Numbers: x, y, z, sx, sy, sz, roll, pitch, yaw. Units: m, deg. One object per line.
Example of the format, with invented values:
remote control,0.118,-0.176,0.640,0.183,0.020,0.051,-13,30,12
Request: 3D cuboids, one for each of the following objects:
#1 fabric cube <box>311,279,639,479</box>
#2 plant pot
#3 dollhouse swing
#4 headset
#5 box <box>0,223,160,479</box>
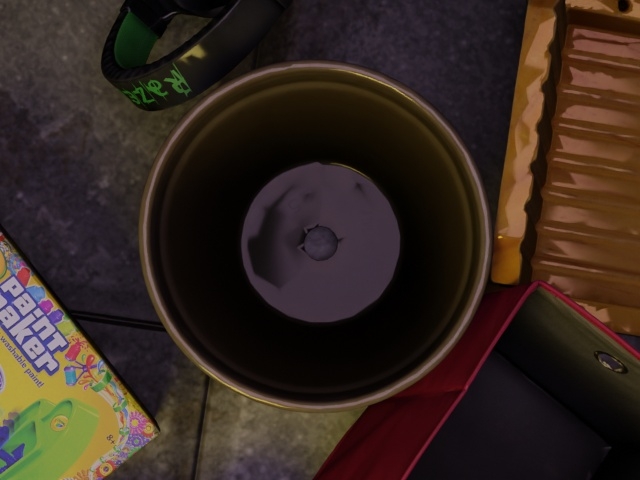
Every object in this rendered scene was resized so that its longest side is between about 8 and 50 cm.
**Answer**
fabric cube,0.182,0.218,1.729,0.254,0.258,0.259,38,74,-9
plant pot,0.000,0.000,1.786,0.323,0.280,0.323,0,88,2
dollhouse swing,0.311,-0.082,1.823,0.315,0.305,0.347,9,87,-6
headset,-0.061,-0.280,1.837,0.185,0.243,0.394,41,66,-29
box,-0.357,0.158,1.807,0.279,0.177,0.290,-39,94,-7
